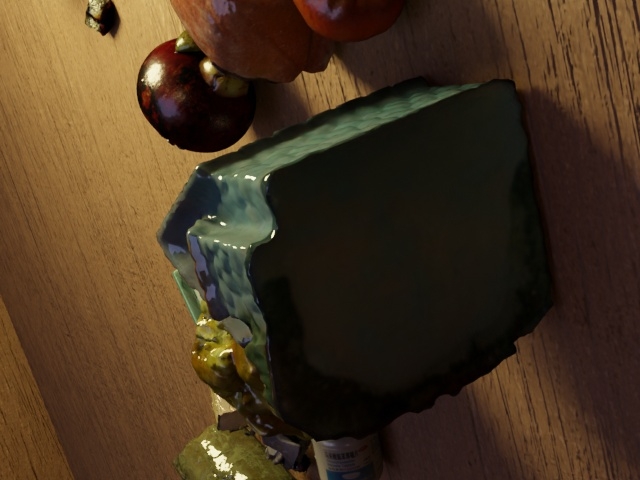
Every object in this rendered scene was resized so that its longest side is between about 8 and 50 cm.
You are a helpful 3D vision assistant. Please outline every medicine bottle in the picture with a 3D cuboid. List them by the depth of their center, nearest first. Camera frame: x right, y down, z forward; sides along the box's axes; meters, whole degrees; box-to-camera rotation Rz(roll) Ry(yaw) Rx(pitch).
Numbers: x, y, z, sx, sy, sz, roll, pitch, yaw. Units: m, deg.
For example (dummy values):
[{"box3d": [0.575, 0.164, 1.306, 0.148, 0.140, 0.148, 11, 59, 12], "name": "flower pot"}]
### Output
[{"box3d": [0.036, 0.292, 1.526, 0.105, 0.105, 0.168, 23, 131, 50], "name": "medicine bottle"}]

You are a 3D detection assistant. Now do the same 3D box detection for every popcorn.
[{"box3d": [-0.041, 0.145, 1.378, 0.282, 0.247, 0.282, 30, 140, 29], "name": "popcorn"}]

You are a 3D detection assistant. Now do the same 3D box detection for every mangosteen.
[{"box3d": [-0.164, -0.222, 1.398, 0.200, 0.200, 0.199, 38, 142, 38], "name": "mangosteen"}]

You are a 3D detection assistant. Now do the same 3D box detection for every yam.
[{"box3d": [-0.151, 0.463, 1.907, 0.304, 0.168, 0.168, 39, 143, 36], "name": "yam"}]

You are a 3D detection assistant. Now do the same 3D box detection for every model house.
[{"box3d": [0.000, 0.000, 1.096, 0.339, 0.360, 0.297, 17, 129, 54], "name": "model house"}]

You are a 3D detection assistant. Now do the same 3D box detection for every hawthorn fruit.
[{"box3d": [0.025, -0.267, 1.079, 0.140, 0.125, 0.125, -40, 77, 48], "name": "hawthorn fruit"}]

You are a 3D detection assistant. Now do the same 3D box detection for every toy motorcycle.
[{"box3d": [-0.071, 0.340, 1.735, 0.123, 0.080, 0.215, 25, 146, 13], "name": "toy motorcycle"}]

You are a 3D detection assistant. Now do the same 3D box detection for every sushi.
[{"box3d": [-0.376, -0.390, 1.733, 0.046, 0.044, 0.083, 38, 150, 2], "name": "sushi"}]

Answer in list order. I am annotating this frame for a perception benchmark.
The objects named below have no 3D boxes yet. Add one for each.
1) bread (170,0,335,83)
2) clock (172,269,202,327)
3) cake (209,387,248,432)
[{"box3d": [-0.097, -0.311, 1.191, 0.244, 0.190, 0.123, 56, 137, 21], "name": "bread"}, {"box3d": [-0.106, 0.131, 1.635, 0.231, 0.116, 0.262, -19, 98, 56], "name": "clock"}, {"box3d": [-0.157, 0.259, 1.662, 0.121, 0.065, 0.052, -121, 27, -49], "name": "cake"}]
